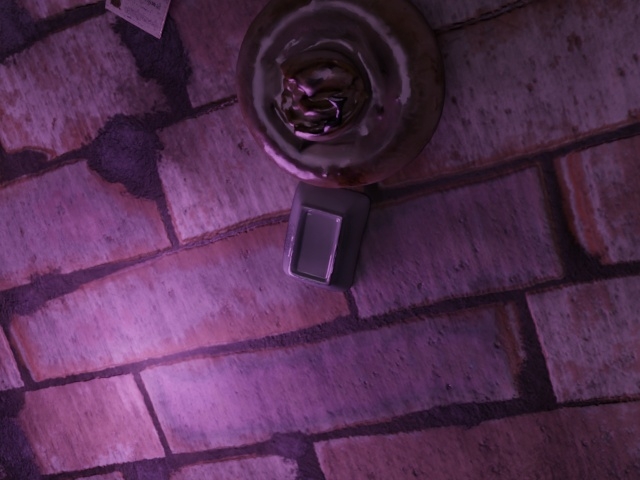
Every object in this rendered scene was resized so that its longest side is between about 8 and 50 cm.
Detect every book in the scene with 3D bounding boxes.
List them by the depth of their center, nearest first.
[{"bbox_3d":[-0.333,-0.478,1.430,0.127,0.014,0.182,32,135,1],"label":"book"}]

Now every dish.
[{"bbox_3d":[0.000,0.000,1.493,0.151,0.077,0.212,17,113,11],"label":"dish"}]

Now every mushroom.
[{"bbox_3d":[0.022,-0.257,1.276,0.362,0.294,0.362,7,111,17],"label":"mushroom"}]
